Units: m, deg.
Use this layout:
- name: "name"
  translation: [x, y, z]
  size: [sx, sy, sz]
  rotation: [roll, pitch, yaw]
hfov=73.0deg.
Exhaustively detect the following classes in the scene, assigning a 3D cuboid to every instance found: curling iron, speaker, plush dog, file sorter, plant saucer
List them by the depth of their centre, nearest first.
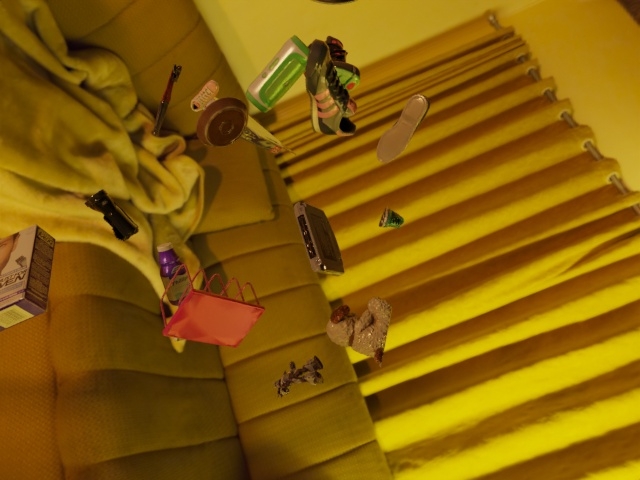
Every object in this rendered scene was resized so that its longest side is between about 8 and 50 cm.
- name: "plant saucer"
  translation: [-0.278, -0.336, 1.261]
  size: [0.029, 0.168, 0.168]
  rotation: [49, -4, 26]
- name: "file sorter"
  translation: [-0.391, 0.229, 1.546]
  size: [0.290, 0.202, 0.182]
  rotation: [22, 23, -39]
- name: "curling iron"
  translation: [-0.558, -0.510, 1.557]
  size: [0.035, 0.274, 0.068]
  rotation: [20, 1, -24]
- name: "plush dog"
  translation: [0.131, 0.344, 1.598]
  size: [0.211, 0.225, 0.263]
  rotation: [-68, 164, -47]
- name: "speaker"
  translation: [-0.160, -0.649, 1.697]
  size: [0.131, 0.296, 0.131]
  rotation: [41, 18, -17]

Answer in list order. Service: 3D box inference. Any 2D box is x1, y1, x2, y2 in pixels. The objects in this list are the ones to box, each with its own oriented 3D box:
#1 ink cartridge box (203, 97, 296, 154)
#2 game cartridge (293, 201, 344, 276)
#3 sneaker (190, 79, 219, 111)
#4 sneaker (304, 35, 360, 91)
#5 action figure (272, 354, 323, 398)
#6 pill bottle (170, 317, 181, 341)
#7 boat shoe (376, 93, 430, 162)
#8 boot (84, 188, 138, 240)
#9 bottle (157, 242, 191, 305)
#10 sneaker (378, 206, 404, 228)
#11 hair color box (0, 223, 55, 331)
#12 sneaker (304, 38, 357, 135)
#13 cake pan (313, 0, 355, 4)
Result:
- name: "ink cartridge box"
  translation: [-0.295, -0.452, 1.776]
  size: [0.330, 0.071, 0.324]
  rotation: [42, 14, 18]
- name: "game cartridge"
  translation: [0.000, 0.000, 1.726]
  size: [0.198, 0.062, 0.298]
  rotation: [23, 44, -58]
- name: "sneaker"
  translation: [-0.417, -0.511, 1.548]
  size: [0.051, 0.134, 0.070]
  rotation: [41, 37, -24]
- name: "sneaker"
  translation: [0.030, -0.775, 1.855]
  size: [0.185, 0.202, 0.483]
  rotation: [25, 16, -39]
- name: "action figure"
  translation: [-0.120, 0.657, 2.086]
  size: [0.099, 0.284, 0.185]
  rotation: [50, 27, -28]
- name: "pill bottle"
  translation: [-0.542, 0.366, 1.857]
  size: [0.103, 0.184, 0.103]
  rotation: [26, -60, 60]
- name: "boat shoe"
  translation: [0.227, -0.296, 1.164]
  size: [0.075, 0.206, 0.065]
  rotation: [43, 34, 15]
- name: "boot"
  translation: [-0.819, -0.093, 1.704]
  size: [0.207, 0.094, 0.246]
  rotation: [56, -24, -18]
- name: "bottle"
  translation: [-0.665, 0.151, 1.962]
  size: [0.118, 0.092, 0.283]
  rotation: [-31, 115, -48]
- name: "sneaker"
  translation: [0.375, -0.111, 2.239]
  size: [0.109, 0.107, 0.275]
  rotation: [24, 15, 16]
- name: "hair color box"
  translation: [-1.050, 0.123, 1.499]
  size: [0.110, 0.185, 0.339]
  rotation: [66, 1, -50]
- name: "sneaker"
  translation: [0.039, -0.400, 1.166]
  size: [0.319, 0.130, 0.112]
  rotation: [74, 35, -68]
- name: "cake pan"
  translation: [0.025, -0.638, 0.871]
  size: [0.054, 0.292, 0.294]
  rotation: [-149, -145, -82]
